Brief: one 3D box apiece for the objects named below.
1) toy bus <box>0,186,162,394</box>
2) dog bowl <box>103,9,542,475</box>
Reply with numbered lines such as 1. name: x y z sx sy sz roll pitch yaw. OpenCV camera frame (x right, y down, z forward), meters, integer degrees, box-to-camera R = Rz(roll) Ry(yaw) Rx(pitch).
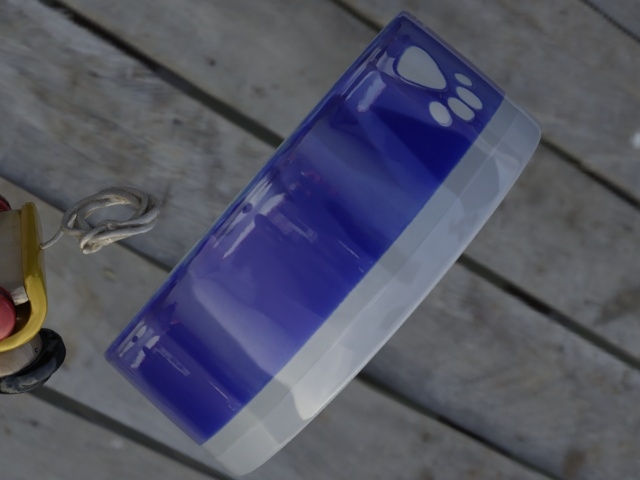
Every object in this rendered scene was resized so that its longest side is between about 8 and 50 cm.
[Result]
1. toy bus: -0.190 0.053 0.714 0.191 0.202 0.104 -44 134 -39
2. dog bowl: 0.000 0.000 0.874 0.104 0.265 0.265 41 78 -2
